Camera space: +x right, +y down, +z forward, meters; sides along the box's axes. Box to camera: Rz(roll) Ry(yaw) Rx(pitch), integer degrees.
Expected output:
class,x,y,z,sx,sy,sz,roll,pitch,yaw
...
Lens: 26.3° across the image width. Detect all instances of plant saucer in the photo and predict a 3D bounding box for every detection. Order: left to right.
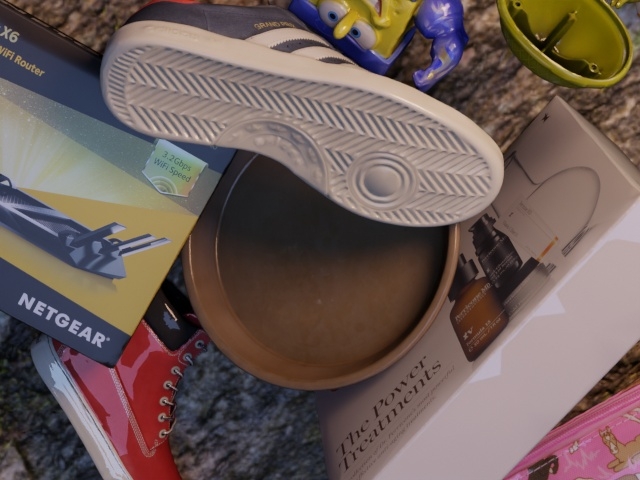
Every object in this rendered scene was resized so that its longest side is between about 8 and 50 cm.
class,x,y,z,sx,sy,sz,roll,pitch,yaw
plant saucer,0.000,0.000,1.261,0.277,0.041,0.278,-4,81,23

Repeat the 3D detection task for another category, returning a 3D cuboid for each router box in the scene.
class,x,y,z,sx,sy,sz,roll,pitch,yaw
router box,-0.261,-0.064,1.240,0.308,0.081,0.243,29,96,-9

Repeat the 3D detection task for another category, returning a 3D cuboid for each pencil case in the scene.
class,x,y,z,sx,sy,sz,roll,pitch,yaw
pencil case,0.298,0.229,1.376,0.386,0.167,0.160,-30,74,8

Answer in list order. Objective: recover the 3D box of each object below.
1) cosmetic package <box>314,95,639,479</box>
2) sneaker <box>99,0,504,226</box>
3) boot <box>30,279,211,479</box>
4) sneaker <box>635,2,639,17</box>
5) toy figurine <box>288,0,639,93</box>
class,x,y,z,sx,sy,sz,roll,pitch,yaw
cosmetic package,0.151,0.072,1.238,0.097,0.284,0.377,37,104,-16
sneaker,-0.005,-0.129,1.174,0.350,0.148,0.131,21,125,-7
boot,-0.151,0.160,1.363,0.176,0.088,0.244,-28,106,6
sneaker,0.432,-0.251,1.219,0.321,0.126,0.128,0,106,8
toy figurine,0.087,-0.226,1.213,0.362,0.191,0.217,37,139,-2
